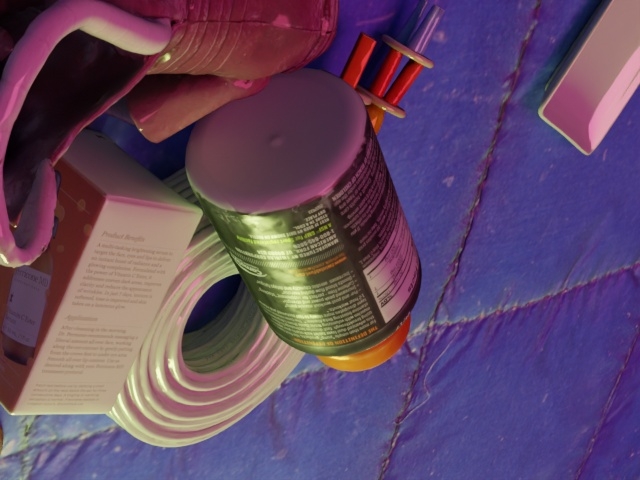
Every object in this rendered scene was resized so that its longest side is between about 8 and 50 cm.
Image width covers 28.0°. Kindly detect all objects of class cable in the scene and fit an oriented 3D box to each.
[{"bbox_3d":[-0.092,0.052,1.074,0.257,0.089,0.257,-33,140,-26],"label":"cable"}]

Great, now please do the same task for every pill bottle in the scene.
[{"bbox_3d":[0.000,0.000,0.943,0.130,0.130,0.246,-42,143,-15],"label":"pill bottle"}]

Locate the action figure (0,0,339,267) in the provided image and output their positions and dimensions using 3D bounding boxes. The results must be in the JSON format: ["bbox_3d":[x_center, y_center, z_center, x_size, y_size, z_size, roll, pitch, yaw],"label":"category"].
[{"bbox_3d":[-0.088,-0.158,0.753,0.370,0.276,0.248,-8,122,-41],"label":"action figure"}]

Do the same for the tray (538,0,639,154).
[{"bbox_3d":[0.323,-0.228,1.353,0.270,0.030,0.145,-57,145,5],"label":"tray"}]

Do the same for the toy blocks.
[{"bbox_3d":[0.045,-0.142,1.085,0.148,0.054,0.123,-61,154,10],"label":"toy blocks"}]

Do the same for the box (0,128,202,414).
[{"bbox_3d":[-0.184,0.018,0.909,0.091,0.130,0.170,8,112,-50],"label":"box"}]

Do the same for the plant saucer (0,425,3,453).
[{"bbox_3d":[-0.287,0.176,1.025,0.083,0.015,0.083,-29,138,-30],"label":"plant saucer"}]
